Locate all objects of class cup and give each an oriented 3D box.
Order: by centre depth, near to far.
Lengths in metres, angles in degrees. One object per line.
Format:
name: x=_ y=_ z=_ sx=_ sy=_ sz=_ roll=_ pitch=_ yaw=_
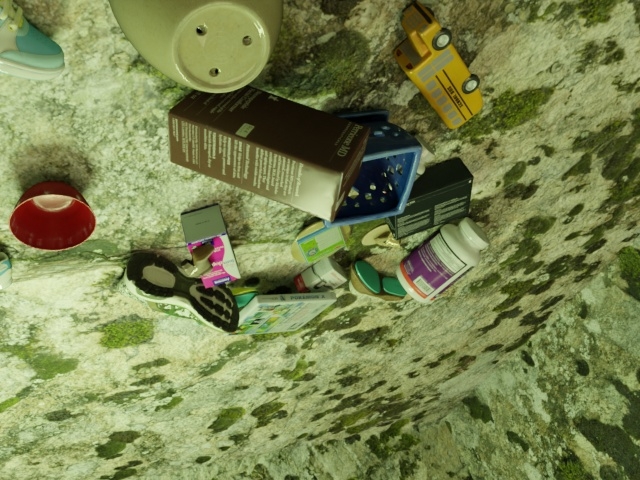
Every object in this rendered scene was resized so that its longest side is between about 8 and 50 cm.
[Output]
cup: x=-0.202 y=-0.404 z=0.973 sx=0.330 sy=0.237 sz=0.331 roll=-15 pitch=141 yaw=-12

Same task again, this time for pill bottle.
pill bottle: x=0.235 y=-0.210 z=1.549 sx=0.107 sy=0.108 sz=0.180 roll=21 pitch=124 yaw=-43
pill bottle: x=0.438 y=0.067 z=1.933 sx=0.181 sy=0.182 sz=0.323 roll=21 pitch=124 yaw=-43

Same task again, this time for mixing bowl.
mixing bowl: x=-0.621 y=-0.071 z=1.259 sx=0.181 sy=0.098 sz=0.182 roll=-14 pitch=141 yaw=-12

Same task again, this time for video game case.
video game case: x=-0.148 y=0.259 z=1.890 sx=0.299 sy=0.036 sz=0.329 roll=1 pitch=153 yaw=-31

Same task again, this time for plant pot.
plant pot: x=0.096 y=-0.200 z=1.399 sx=0.235 sy=0.212 sz=0.236 roll=-11 pitch=142 yaw=-17

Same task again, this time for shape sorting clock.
shape sorting clock: x=0.000 y=0.000 z=1.729 sx=0.206 sy=0.040 sz=0.206 roll=-18 pitch=142 yaw=-15

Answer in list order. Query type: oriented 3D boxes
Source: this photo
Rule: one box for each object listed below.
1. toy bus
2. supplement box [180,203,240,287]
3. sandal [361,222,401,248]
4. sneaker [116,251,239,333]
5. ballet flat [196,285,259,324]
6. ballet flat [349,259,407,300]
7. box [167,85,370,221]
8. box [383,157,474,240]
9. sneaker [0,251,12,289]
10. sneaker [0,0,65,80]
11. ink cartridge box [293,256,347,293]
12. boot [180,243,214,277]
toy bus: x=0.288 y=-0.420 z=1.326 sx=0.130 sy=0.108 sz=0.332 roll=-37 pitch=142 yaw=19
supplement box: x=-0.307 y=0.020 z=1.529 sx=0.111 sy=0.114 sz=0.220 roll=-17 pitch=144 yaw=-8
sandal: x=0.262 y=-0.014 z=1.823 sx=0.239 sy=0.079 sz=0.088 roll=-19 pitch=142 yaw=-7
sneaker: x=-0.428 y=0.174 z=1.633 sx=0.410 sy=0.158 sz=0.182 roll=34 pitch=139 yaw=-31
ballet flat: x=-0.314 y=0.194 z=1.763 sx=0.230 sy=0.077 sz=0.077 roll=-27 pitch=146 yaw=1
ballet flat: x=0.184 y=0.163 z=1.991 sx=0.124 sy=0.116 sz=0.342 roll=-24 pitch=152 yaw=33
box: x=-0.108 y=-0.201 z=1.142 sx=0.381 sy=0.191 sz=0.143 roll=21 pitch=135 yaw=7
box: x=0.337 y=-0.129 z=1.707 sx=0.261 sy=0.103 sz=0.184 roll=-19 pitch=146 yaw=-6
sneaker: x=-0.881 y=0.074 z=1.315 sx=0.228 sy=0.087 sz=0.092 roll=-6 pitch=133 yaw=-33
sneaker: x=-0.540 y=-0.408 z=0.877 sx=0.208 sy=0.127 sz=0.318 roll=-42 pitch=140 yaw=24
ink cartridge box: x=0.001 y=0.134 z=1.873 sx=0.150 sy=0.063 sz=0.109 roll=-34 pitch=142 yaw=13
boot: x=-0.314 y=0.058 z=1.453 sx=0.118 sy=0.042 sz=0.087 roll=-28 pitch=148 yaw=11
